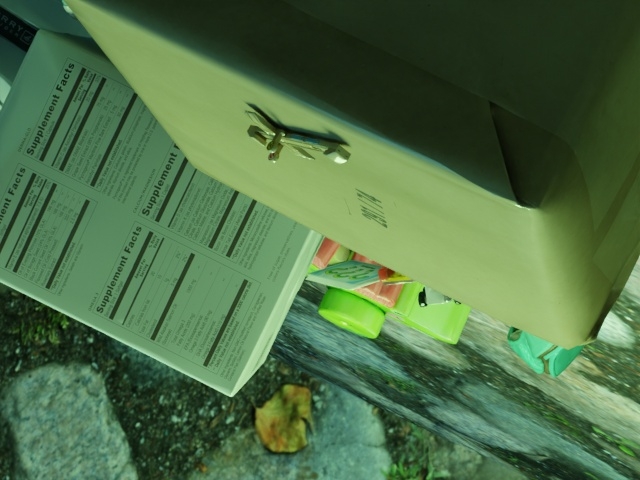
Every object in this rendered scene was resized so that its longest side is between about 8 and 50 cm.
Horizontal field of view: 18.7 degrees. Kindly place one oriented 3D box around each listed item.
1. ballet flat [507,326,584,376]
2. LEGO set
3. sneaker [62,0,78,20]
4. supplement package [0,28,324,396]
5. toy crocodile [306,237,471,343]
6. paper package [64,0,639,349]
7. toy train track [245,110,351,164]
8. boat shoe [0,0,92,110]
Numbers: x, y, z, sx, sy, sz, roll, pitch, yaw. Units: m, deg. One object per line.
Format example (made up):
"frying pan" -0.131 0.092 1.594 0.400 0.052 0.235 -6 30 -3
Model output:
"ballet flat" 0.205 0.067 1.786 0.087 0.083 0.247 41 170 11
"LEGO set" 0.119 0.004 1.582 0.182 0.060 0.244 -17 -165 -27
"sneaker" -0.140 -0.184 1.528 0.076 0.065 0.166 17 174 28
"supplement package" -0.134 -0.027 1.595 0.263 0.198 0.199 26 -174 3
"toy crocodile" 0.000 0.000 1.886 0.340 0.115 0.105 30 169 -10
"paper package" 0.044 -0.099 1.129 0.309 0.168 0.325 25 170 17
"toy train track" -0.014 -0.048 1.017 0.048 0.014 0.083 36 168 -35
"boat shoe" -0.274 -0.156 1.796 0.367 0.136 0.156 34 169 -12
